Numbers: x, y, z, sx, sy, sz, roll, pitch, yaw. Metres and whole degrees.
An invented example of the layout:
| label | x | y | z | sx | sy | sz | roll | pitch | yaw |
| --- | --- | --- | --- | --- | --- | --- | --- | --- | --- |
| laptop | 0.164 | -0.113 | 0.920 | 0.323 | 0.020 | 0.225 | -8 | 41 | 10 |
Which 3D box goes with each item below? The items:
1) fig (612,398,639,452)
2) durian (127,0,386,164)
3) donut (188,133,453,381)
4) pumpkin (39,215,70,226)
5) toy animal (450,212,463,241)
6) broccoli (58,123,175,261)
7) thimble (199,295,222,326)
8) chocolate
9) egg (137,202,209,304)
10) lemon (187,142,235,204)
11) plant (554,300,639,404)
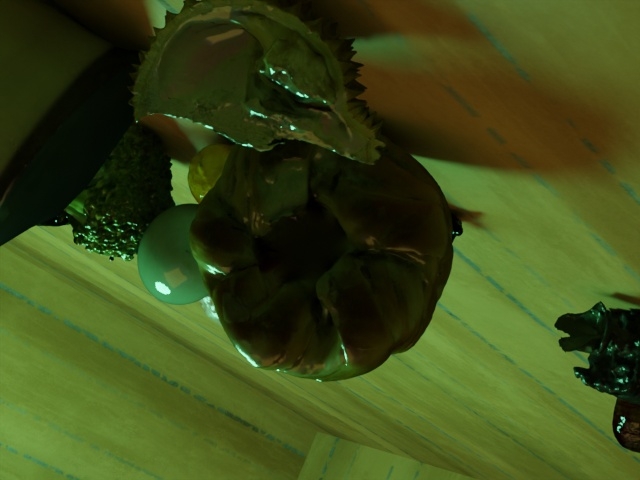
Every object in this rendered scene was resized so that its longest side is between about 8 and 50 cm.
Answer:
| label | x | y | z | sx | sy | sz | roll | pitch | yaw |
| --- | --- | --- | --- | --- | --- | --- | --- | --- | --- |
| fig | 0.614 | 0.311 | 2.013 | 0.201 | 0.133 | 0.146 | 9 | 169 | 20 |
| durian | -0.060 | -0.184 | 1.285 | 0.306 | 0.166 | 0.172 | 20 | 162 | 10 |
| donut | 0.000 | 0.000 | 1.507 | 0.360 | 0.360 | 0.170 | 18 | 177 | 20 |
| pumpkin | -0.501 | -0.116 | 2.097 | 0.220 | 0.162 | 0.220 | 20 | -164 | -6 |
| toy animal | 0.127 | -0.035 | 1.682 | 0.202 | 0.070 | 0.105 | 40 | 116 | -23 |
| broccoli | -0.357 | -0.104 | 1.923 | 0.273 | 0.242 | 0.180 | 21 | 144 | -15 |
| thimble | -0.091 | 0.061 | 2.017 | 0.162 | 0.239 | 0.239 | 5 | 156 | 43 |
| chocolate | -0.433 | -0.202 | 1.581 | 0.297 | 0.314 | 0.326 | 43 | -155 | 4 |
| egg | -0.220 | 0.024 | 1.874 | 0.149 | 0.149 | 0.192 | 28 | 132 | -13 |
| lemon | -0.143 | -0.091 | 1.813 | 0.114 | 0.114 | 0.155 | 14 | 169 | 32 |
| plant | 0.457 | 0.170 | 1.750 | 0.203 | 0.131 | 0.142 | 30 | 167 | -16 |
